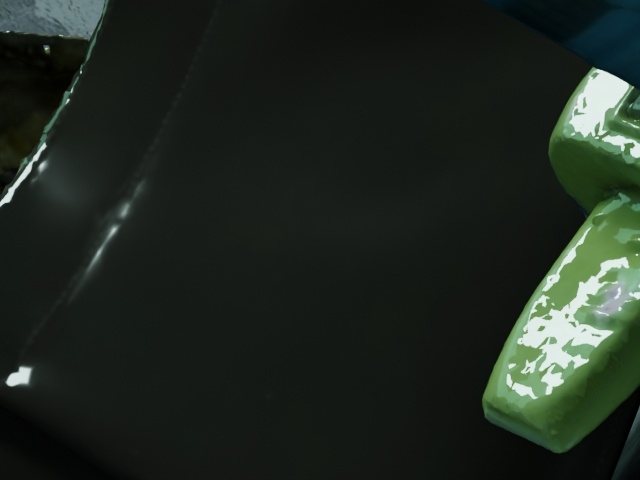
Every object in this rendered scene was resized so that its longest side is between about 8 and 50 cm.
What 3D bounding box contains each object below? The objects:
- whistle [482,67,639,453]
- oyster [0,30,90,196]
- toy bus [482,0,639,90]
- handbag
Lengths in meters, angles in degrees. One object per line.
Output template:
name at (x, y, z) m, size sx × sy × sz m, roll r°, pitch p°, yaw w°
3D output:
whistle at (0.127, -0.029, 0.578) m, size 0.227 × 0.105 × 0.085 m, roll -54°, pitch -45°, yaw -13°
oyster at (-0.204, 0.017, 0.731) m, size 0.238 × 0.115 × 0.351 m, roll -32°, pitch 13°, yaw 36°
toy bus at (0.064, -0.163, 0.443) m, size 0.199 × 0.343 × 0.183 m, roll -64°, pitch 6°, yaw -24°
handbag at (0.000, 0.000, 0.666) m, size 0.113 × 0.257 × 0.285 m, roll 103°, pitch -168°, yaw -75°
